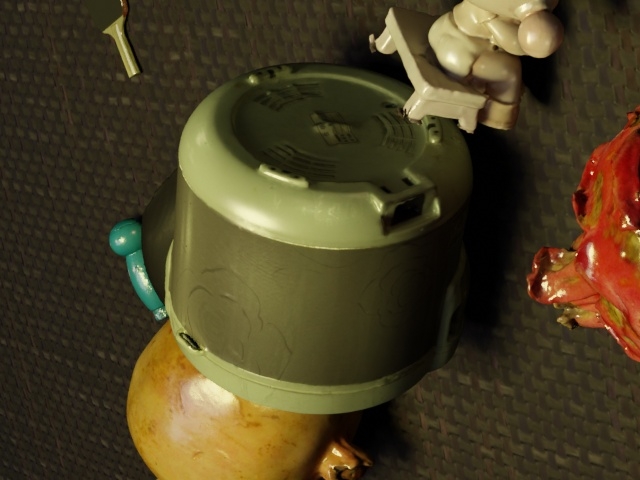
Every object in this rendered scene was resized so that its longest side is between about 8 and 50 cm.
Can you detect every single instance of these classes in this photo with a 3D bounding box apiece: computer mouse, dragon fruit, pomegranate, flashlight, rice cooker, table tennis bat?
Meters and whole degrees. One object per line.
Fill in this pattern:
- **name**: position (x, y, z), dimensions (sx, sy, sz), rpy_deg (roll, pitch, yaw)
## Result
- **computer mouse**: position (-0.125, -0.003, 2.088), dimensions (0.168, 0.087, 0.295), rpy_deg (58, 143, 19)
- **dragon fruit**: position (0.255, 0.027, 1.542), dimensions (0.211, 0.134, 0.262), rpy_deg (-25, 88, 59)
- **pomegranate**: position (-0.062, 0.175, 1.981), dimensions (0.270, 0.229, 0.252), rpy_deg (37, 112, 16)
- **flashlight**: position (-0.212, 0.035, 2.264), dimensions (0.051, 0.051, 0.129), rpy_deg (-23, 91, 56)
- **rice cooker**: position (0.000, 0.001, 1.762), dimensions (0.288, 0.288, 0.277), rpy_deg (38, 138, 36)
- **table tennis bat**: position (-0.242, -0.261, 2.167), dimensions (0.087, 0.013, 0.156), rpy_deg (-22, 90, 56)

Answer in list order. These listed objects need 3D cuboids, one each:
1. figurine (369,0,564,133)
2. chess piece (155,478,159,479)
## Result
- **figurine**: position (0.136, -0.224, 1.570), dimensions (0.144, 0.182, 0.257), rpy_deg (16, 126, -2)
- **chess piece**: position (-0.157, 0.380, 2.371), dimensions (0.090, 0.090, 0.200), rpy_deg (-49, 57, 53)
